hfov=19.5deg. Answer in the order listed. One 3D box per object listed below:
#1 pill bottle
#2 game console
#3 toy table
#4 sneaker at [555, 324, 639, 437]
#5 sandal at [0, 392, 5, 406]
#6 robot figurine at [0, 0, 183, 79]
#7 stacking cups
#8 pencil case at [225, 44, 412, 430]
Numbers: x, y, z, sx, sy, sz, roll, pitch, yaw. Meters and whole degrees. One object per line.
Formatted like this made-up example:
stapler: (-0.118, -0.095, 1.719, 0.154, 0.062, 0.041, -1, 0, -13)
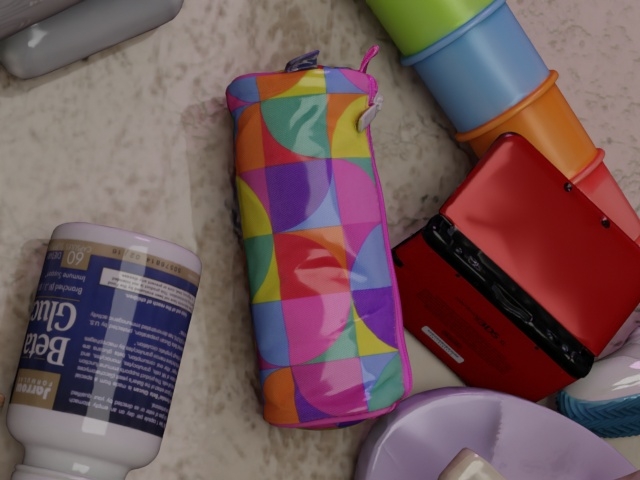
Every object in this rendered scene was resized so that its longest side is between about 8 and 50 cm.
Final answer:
pill bottle: (-0.133, 0.081, 1.103, 0.094, 0.094, 0.169, 16, 79, -18)
game console: (0.121, 0.024, 1.209, 0.144, 0.124, 0.085, 42, 47, -11)
toy table: (0.155, 0.208, 1.145, 0.274, 0.161, 0.252, 30, 87, -14)
sneaker: (0.254, 0.064, 1.263, 0.229, 0.087, 0.092, -20, 70, -18)
sandal: (-0.283, 0.023, 1.058, 0.240, 0.088, 0.079, 19, 84, -12)
robot figurine: (-0.163, -0.235, 1.070, 0.353, 0.200, 0.300, -30, 133, -20)
stacking cups: (0.110, -0.119, 1.217, 0.096, 0.096, 0.316, -41, 100, -19)
pencil case: (0.000, 0.000, 1.158, 0.104, 0.104, 0.236, -5, 89, -21)
